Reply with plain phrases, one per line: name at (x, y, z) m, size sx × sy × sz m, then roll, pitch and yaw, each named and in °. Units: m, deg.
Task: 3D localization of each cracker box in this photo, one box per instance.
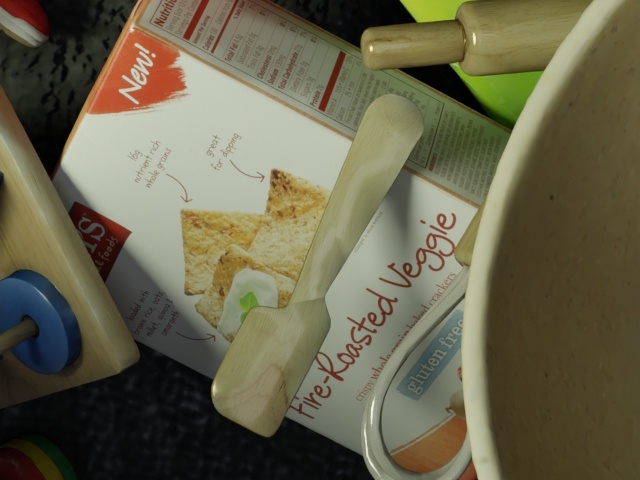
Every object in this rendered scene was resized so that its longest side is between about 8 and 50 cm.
cracker box at (0.000, 0.000, 0.776) m, size 0.232 × 0.067 × 0.155 m, roll 28°, pitch 130°, yaw -6°

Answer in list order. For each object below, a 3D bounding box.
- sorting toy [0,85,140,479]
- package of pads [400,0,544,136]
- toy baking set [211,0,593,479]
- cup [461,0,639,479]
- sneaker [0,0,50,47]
sorting toy at (-0.163, 0.006, 0.769) m, size 0.046 × 0.132 × 0.274 m, roll -33°, pitch 100°, yaw -43°
package of pads at (0.101, -0.207, 0.747) m, size 0.229 × 0.101 × 0.296 m, roll -35°, pitch 101°, yaw 22°
toy baking set at (0.085, -0.001, 0.697) m, size 0.256 × 0.030 × 0.196 m, roll -2°, pitch 88°, yaw -9°
cup at (0.244, 0.047, 0.572) m, size 0.331 × 0.331 × 0.237 m, roll -51°, pitch 140°, yaw 2°
sneaker at (-0.146, -0.147, 0.797) m, size 0.067 × 0.042 × 0.118 m, roll -41°, pitch 96°, yaw 4°
